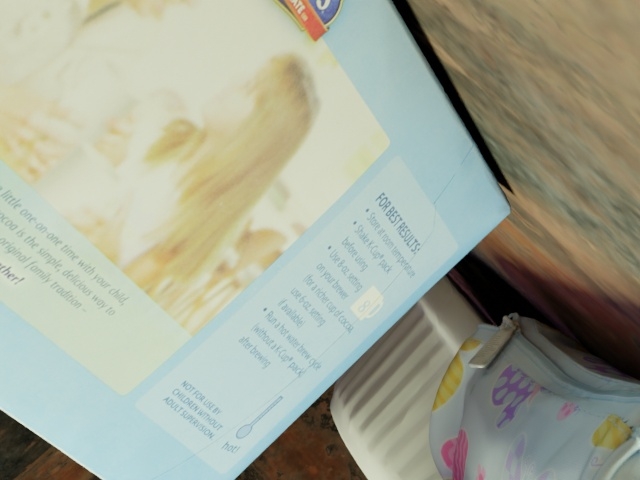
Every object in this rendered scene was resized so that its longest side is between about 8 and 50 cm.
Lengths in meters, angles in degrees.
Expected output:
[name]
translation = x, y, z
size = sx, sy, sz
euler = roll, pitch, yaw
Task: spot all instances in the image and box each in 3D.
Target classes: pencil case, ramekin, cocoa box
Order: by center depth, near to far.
[cocoa box]
translation = -0.113, -0.079, 0.581
size = 0.228, 0.231, 0.347
euler = 44, 175, 39
[pencil case]
translation = 0.138, 0.114, 0.690
size = 0.273, 0.113, 0.124
euler = -146, 55, -79
[ramekin]
translation = 0.122, 0.154, 0.965
size = 0.273, 0.127, 0.273
euler = 48, -175, -5
